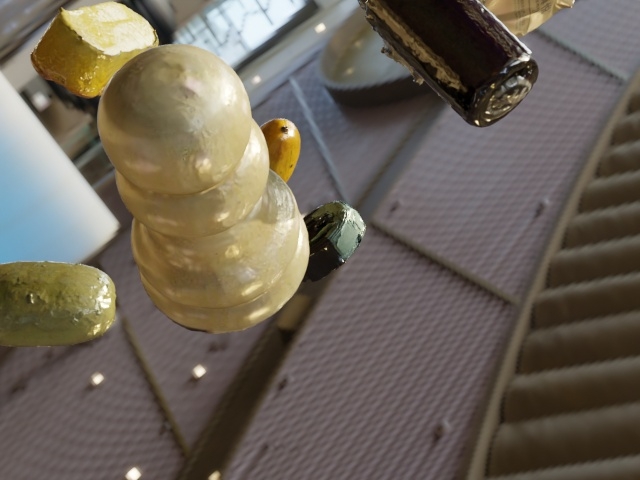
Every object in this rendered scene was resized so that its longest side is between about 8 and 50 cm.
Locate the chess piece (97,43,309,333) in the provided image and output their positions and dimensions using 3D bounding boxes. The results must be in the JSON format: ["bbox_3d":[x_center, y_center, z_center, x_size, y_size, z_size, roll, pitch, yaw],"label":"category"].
[{"bbox_3d":[-0.092,-0.040,0.881,0.143,0.261,0.142,-3,-116,5],"label":"chess piece"}]

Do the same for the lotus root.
[{"bbox_3d":[-0.306,0.065,1.243,0.183,0.077,0.090,2,-132,-4],"label":"lotus root"}]

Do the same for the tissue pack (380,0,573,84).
[{"bbox_3d":[0.140,-0.298,1.183,0.215,0.256,0.123,-28,-126,-3],"label":"tissue pack"}]

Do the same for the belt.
[{"bbox_3d":[0.000,0.000,1.777,0.140,0.058,0.105,-38,-148,8],"label":"belt"}]

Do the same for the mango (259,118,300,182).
[{"bbox_3d":[-0.081,-0.096,1.659,0.098,0.075,0.190,-51,176,-46],"label":"mango"}]

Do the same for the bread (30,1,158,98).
[{"bbox_3d":[-0.288,-0.244,1.545,0.094,0.102,0.245,-52,-179,18],"label":"bread"}]

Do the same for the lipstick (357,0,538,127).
[{"bbox_3d":[0.064,-0.214,0.993,0.081,0.081,0.299,-36,-116,-3],"label":"lipstick"}]
